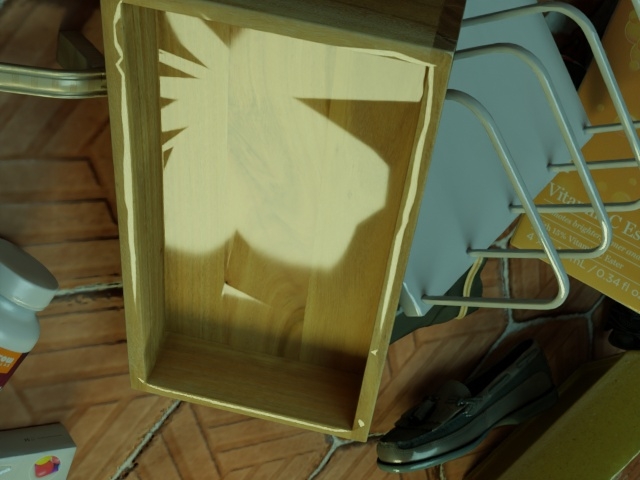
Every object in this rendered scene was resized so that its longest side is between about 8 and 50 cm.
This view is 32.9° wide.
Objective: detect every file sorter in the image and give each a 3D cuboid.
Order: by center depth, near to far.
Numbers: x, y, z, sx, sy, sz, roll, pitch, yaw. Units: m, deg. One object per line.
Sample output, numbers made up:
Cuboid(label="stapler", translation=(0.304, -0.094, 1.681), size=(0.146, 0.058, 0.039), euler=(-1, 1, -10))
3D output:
Cuboid(label="file sorter", translation=(0.164, -0.098, 0.841), size=(0.277, 0.173, 0.193), euler=(-43, 115, -32))

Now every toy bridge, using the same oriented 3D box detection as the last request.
Cuboid(label="toy bridge", translation=(-0.159, -0.119, 0.734), size=(0.188, 0.063, 0.026), euler=(-10, 127, -34))

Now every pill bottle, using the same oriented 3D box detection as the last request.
Cuboid(label="pill bottle", translation=(-0.260, 0.075, 0.782), size=(0.152, 0.086, 0.086), euler=(-52, 139, 6))

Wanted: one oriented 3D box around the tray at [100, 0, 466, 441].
Cuboid(label="tray", translation=(-0.035, -0.014, 0.766), size=(0.411, 0.202, 0.076), euler=(98, 6, -48))

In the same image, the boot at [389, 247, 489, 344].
Cuboid(label="boot", translation=(0.090, 0.030, 1.060), size=(0.137, 0.077, 0.198), euler=(-26, 134, -16))

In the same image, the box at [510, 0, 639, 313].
Cuboid(label="box", translation=(0.366, -0.110, 1.043), size=(0.168, 0.215, 0.345), euler=(-21, 136, -57))

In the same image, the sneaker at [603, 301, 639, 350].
Cuboid(label="sneaker", translation=(0.395, 0.079, 1.342), size=(0.227, 0.087, 0.130), euler=(19, 101, -52))

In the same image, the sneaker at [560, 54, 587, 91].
Cuboid(label="sneaker", translation=(0.215, -0.141, 1.034), size=(0.158, 0.065, 0.061), euler=(-4, 123, -38))

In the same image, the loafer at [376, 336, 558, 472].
Cuboid(label="loafer", translation=(0.163, 0.184, 1.243), size=(0.267, 0.096, 0.084), euler=(-17, 100, -36))

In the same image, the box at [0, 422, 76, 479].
Cuboid(label="box", translation=(-0.299, 0.248, 0.919), size=(0.145, 0.038, 0.186), euler=(-2, 123, -39))

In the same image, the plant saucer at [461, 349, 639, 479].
Cuboid(label="plant saucer", translation=(0.288, 0.246, 1.300), size=(0.333, 0.081, 0.333), euler=(-43, 173, -6))
